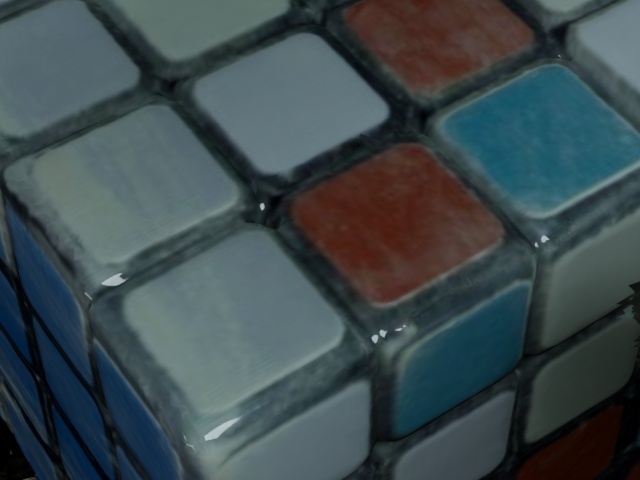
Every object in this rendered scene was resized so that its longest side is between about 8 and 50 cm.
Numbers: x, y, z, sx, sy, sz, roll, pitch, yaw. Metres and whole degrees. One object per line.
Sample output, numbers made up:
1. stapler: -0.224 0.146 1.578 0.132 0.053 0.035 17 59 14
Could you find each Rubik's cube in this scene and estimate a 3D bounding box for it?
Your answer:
1. Rubik's cube: 0.000 0.001 0.634 0.259 0.253 0.256 47 155 32

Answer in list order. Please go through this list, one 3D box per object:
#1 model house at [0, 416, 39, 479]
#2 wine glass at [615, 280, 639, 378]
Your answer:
1. model house: -0.114 0.162 1.127 0.282 0.297 0.317 -44 62 24
2. wine glass: 0.217 0.146 0.387 0.357 0.190 0.190 63 160 -1
